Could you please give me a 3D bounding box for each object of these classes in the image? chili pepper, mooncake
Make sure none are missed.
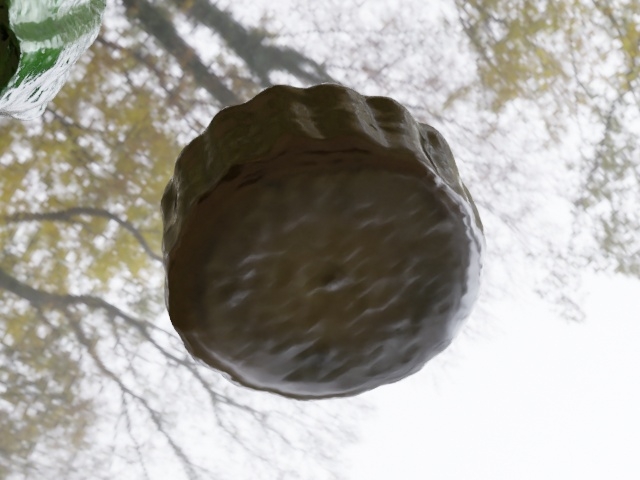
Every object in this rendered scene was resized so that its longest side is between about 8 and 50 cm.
[{"bbox_3d":[-0.266,-0.172,0.875,0.213,0.168,0.385,-7,-162,-3],"label":"chili pepper"},{"bbox_3d":[0.000,0.000,1.025,0.290,0.290,0.161,-35,-145,15],"label":"mooncake"}]
